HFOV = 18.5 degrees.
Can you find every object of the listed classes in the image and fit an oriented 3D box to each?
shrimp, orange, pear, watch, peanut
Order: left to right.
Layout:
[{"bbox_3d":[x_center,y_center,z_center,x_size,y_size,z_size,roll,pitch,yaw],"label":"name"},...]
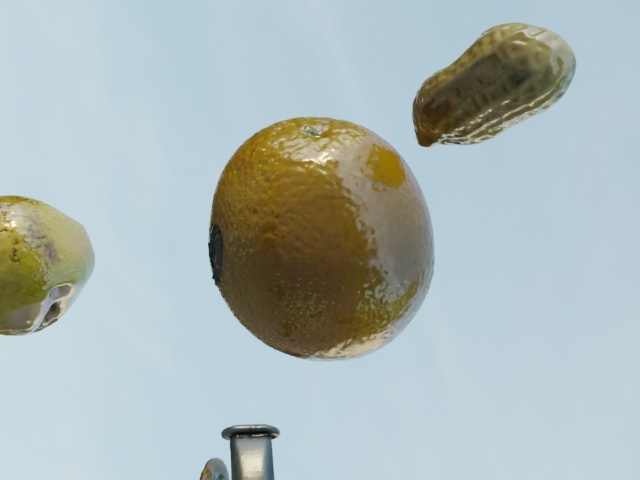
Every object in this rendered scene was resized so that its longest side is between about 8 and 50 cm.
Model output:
[{"bbox_3d":[-0.347,0.030,2.277,0.178,0.178,0.178,40,-34,34],"label":"pear"},{"bbox_3d":[-0.107,0.240,1.843,0.023,0.108,0.059,1,-75,15],"label":"shrimp"},{"bbox_3d":[-0.080,0.305,2.280,0.193,0.068,0.206,-96,-174,-57],"label":"watch"},{"bbox_3d":[0.000,0.000,1.858,0.236,0.236,0.236,40,-34,34],"label":"orange"},{"bbox_3d":[0.153,-0.144,1.816,0.194,0.083,0.093,-24,-107,44],"label":"peanut"}]
